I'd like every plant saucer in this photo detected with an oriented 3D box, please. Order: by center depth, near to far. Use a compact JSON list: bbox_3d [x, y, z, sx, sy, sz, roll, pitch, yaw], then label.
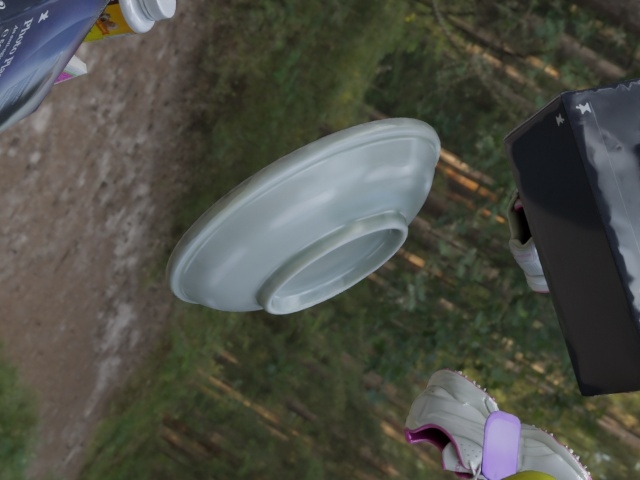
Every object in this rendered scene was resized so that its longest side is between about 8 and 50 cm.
[{"bbox_3d":[0.000,0.000,1.247,0.400,0.101,0.400,-28,163,-9],"label":"plant saucer"}]

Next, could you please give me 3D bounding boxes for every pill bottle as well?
[{"bbox_3d":[-0.357,-0.398,1.612,0.117,0.214,0.117,-6,90,-74],"label":"pill bottle"}]

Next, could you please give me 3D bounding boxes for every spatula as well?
[{"bbox_3d":[0.247,0.366,1.241,0.030,0.084,0.297,-27,-128,36],"label":"spatula"}]

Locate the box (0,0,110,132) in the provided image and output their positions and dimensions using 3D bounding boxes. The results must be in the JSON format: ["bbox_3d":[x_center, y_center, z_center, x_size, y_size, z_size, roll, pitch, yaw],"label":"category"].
[{"bbox_3d":[-0.402,-0.245,1.096,0.296,0.182,0.294,-43,-172,34],"label":"box"}]

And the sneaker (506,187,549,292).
[{"bbox_3d":[0.342,-0.055,1.444,0.111,0.102,0.252,42,49,-41],"label":"sneaker"}]

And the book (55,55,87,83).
[{"bbox_3d":[-0.516,-0.308,1.764,0.096,0.144,0.035,29,48,-69],"label":"book"}]

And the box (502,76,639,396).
[{"bbox_3d":[0.433,-0.021,1.151,0.312,0.343,0.179,-13,171,-15],"label":"box"}]

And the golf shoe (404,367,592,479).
[{"bbox_3d":[0.262,0.326,1.447,0.140,0.306,0.115,-42,149,-29],"label":"golf shoe"}]

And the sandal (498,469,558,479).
[{"bbox_3d":[0.013,0.202,0.469,0.317,0.138,0.126,109,-26,-50],"label":"sandal"}]
